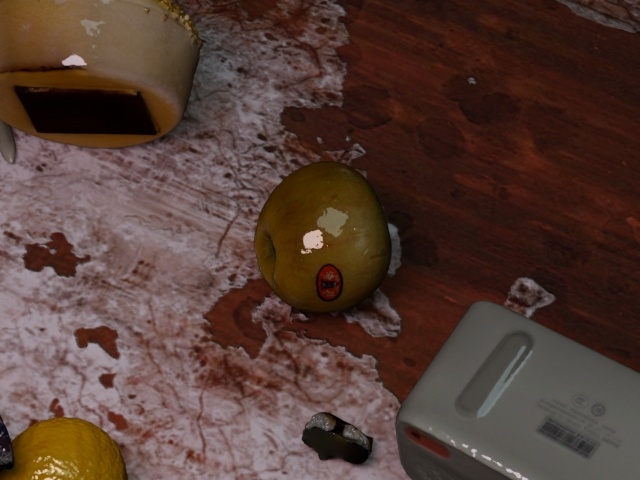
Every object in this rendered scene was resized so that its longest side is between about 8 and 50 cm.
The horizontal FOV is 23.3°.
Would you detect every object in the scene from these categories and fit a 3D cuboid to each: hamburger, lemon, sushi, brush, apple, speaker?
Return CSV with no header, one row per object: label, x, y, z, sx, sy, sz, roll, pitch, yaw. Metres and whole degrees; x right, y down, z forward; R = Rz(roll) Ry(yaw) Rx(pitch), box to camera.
hamburger,-0.292,-0.235,1.941,0.302,0.302,0.170,6,71,-8
lemon,-0.276,0.271,1.645,0.142,0.142,0.187,5,58,-9
sushi,0.021,0.231,1.815,0.083,0.044,0.046,24,30,4
brush,-0.438,-0.218,2.057,0.039,0.042,0.299,-10,59,-21
apple,0.000,0.000,1.898,0.155,0.182,0.182,-17,58,-15
speaker,0.287,0.246,1.720,0.406,0.183,0.184,27,60,28

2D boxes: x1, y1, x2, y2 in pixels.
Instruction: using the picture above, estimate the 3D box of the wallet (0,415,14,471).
wallet,-0.458,0.207,1.626,0.221,0.071,0.262,-15,20,-23
